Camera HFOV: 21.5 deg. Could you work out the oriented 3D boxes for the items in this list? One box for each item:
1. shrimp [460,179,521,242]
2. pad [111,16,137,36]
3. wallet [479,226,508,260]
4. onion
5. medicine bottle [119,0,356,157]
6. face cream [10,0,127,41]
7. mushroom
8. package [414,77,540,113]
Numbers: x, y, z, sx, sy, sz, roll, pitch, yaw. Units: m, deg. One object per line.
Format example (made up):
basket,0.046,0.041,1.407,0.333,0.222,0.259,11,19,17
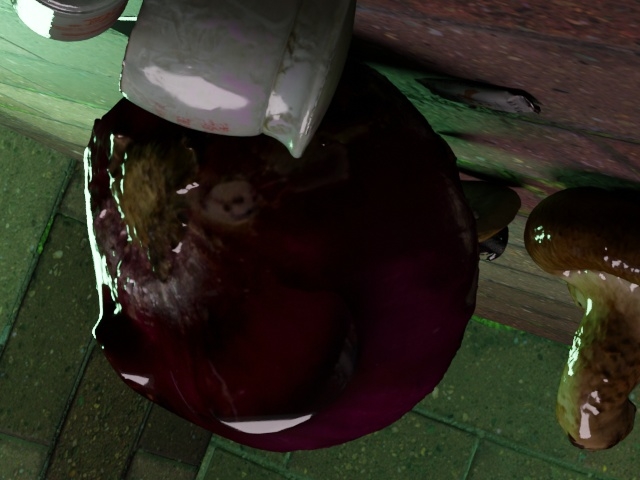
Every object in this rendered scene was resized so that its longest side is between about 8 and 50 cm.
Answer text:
shrimp,0.125,-0.013,1.794,0.145,0.059,0.254,10,-159,31
pad,-0.121,-0.195,1.732,0.163,0.004,0.243,23,174,-32
wallet,0.076,-0.061,2.064,0.221,0.071,0.262,24,-179,-44
onion,0.000,0.000,1.581,0.398,0.398,0.420,17,-164,35
medicine bottle,-0.051,-0.142,1.170,0.143,0.147,0.147,19,175,-1
face cream,-0.179,-0.210,1.231,0.101,0.101,0.251,21,175,-10
mushroom,0.335,0.063,1.653,0.267,0.255,0.267,-4,163,-1
package,0.131,-0.122,1.412,0.110,0.015,0.037,15,168,36
